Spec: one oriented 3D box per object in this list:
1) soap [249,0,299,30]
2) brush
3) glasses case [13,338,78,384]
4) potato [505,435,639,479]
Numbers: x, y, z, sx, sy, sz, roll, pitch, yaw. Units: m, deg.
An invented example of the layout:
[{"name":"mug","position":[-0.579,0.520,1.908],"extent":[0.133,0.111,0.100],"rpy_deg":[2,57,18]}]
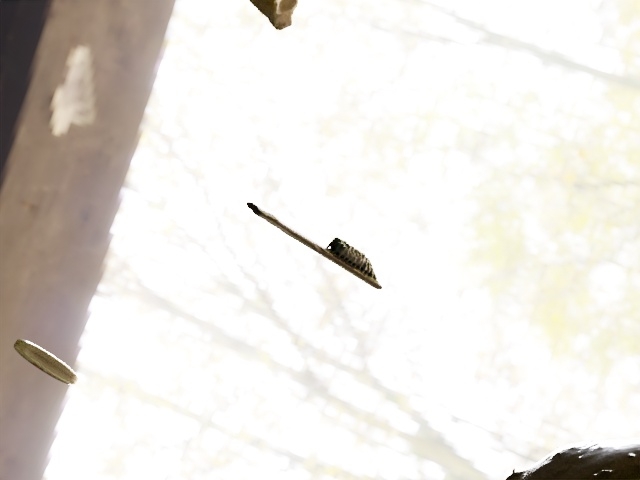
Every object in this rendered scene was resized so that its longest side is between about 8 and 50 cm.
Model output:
[{"name":"soap","position":[0.008,-0.424,1.978],"extent":[0.338,0.304,0.169],"rpy_deg":[-30,-29,-20]},{"name":"brush","position":[0.000,0.000,1.790],"extent":[0.190,0.034,0.027],"rpy_deg":[31,-85,-35]},{"name":"glasses case","position":[-0.314,0.139,1.948],"extent":[0.021,0.083,0.032],"rpy_deg":[-59,15,-16]},{"name":"potato","position":[0.252,0.247,1.493],"extent":[0.191,0.296,0.141],"rpy_deg":[-28,-85,-60]}]
